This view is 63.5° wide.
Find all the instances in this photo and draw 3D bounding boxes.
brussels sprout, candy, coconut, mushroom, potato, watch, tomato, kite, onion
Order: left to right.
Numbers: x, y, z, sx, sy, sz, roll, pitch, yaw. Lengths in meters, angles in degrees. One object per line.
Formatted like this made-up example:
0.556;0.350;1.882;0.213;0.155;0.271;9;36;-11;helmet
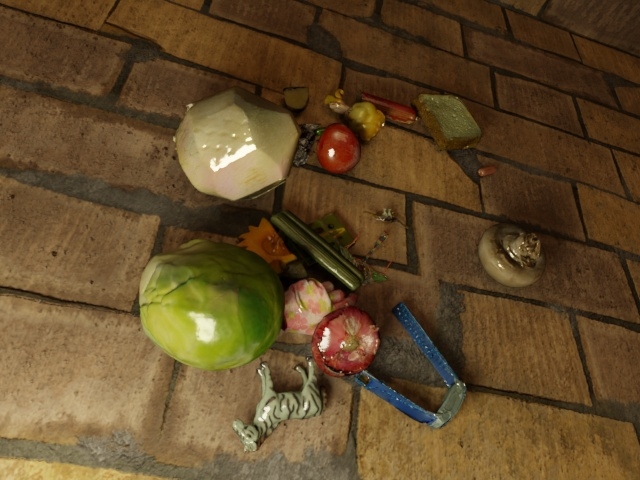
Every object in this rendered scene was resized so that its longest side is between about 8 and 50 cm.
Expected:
-0.250;0.155;1.207;0.343;0.268;0.344;5;34;-3;brussels sprout
-0.224;-0.286;1.499;0.352;0.353;0.353;10;53;-14;coconut
-0.086;-0.492;1.853;0.096;0.066;0.103;-3;63;6;potato
-0.062;-0.335;1.754;0.093;0.051;0.226;23;53;3;candy
0.062;-0.303;1.712;0.167;0.167;0.167;10;53;-14;tomato
0.054;0.247;1.294;0.183;0.147;0.184;-5;101;-27;onion
0.139;0.050;1.558;0.198;0.006;0.244;38;59;-5;kite
0.265;0.340;1.390;0.274;0.068;0.276;31;51;9;watch
0.621;0.041;1.663;0.226;0.178;0.227;5;61;-10;mushroom

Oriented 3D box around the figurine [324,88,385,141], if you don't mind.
0.124;-0.460;1.882;0.246;0.131;0.156;37;20;19;figurine

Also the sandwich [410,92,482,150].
0.503;-0.470;2.048;0.226;0.087;0.251;-13;64;-26;sandwich

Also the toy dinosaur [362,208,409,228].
0.210;-0.081;1.684;0.180;0.037;0.058;10;48;-15;toy dinosaur

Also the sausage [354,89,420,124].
0.264;-0.503;1.986;0.263;0.083;0.083;14;52;-13;sausage

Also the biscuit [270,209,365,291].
-0.006;0.019;1.470;0.322;0.038;0.099;41;29;8;biscuit

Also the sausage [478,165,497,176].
0.642;-0.267;1.988;0.083;0.034;0.034;-17;63;-29;sausage

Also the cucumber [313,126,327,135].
0.053;-0.385;1.845;0.167;0.039;0.039;4;54;-16;cucumber

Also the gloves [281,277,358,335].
0.001;0.169;1.373;0.241;0.126;0.145;-15;60;-22;gloves

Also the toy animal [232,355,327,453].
-0.105;0.367;1.211;0.255;0.090;0.170;-20;69;-29;toy animal

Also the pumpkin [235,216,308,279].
-0.135;0.062;1.417;0.130;0.149;0.254;-34;39;-9;pumpkin

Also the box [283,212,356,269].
0.000;0.000;1.549;0.193;0.030;0.121;-26;68;-33;box
